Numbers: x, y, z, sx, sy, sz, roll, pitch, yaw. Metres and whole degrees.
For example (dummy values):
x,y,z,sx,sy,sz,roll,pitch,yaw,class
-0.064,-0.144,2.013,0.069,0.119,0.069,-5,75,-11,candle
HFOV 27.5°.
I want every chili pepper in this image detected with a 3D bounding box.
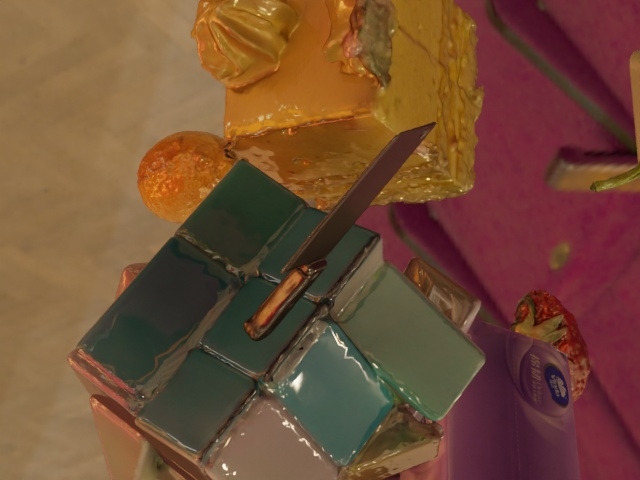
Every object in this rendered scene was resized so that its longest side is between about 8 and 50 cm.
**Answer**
x,y,z,sx,sy,sz,roll,pitch,yaw,class
0.359,-0.078,1.551,0.083,0.017,0.030,-27,142,22,chili pepper

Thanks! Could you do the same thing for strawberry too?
x,y,z,sx,sy,sz,roll,pitch,yaw,class
0.455,0.220,2.474,0.137,0.233,0.306,-3,166,28,strawberry

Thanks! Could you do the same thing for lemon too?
x,y,z,sx,sy,sz,roll,pitch,yaw,class
-0.191,-0.097,1.970,0.187,0.142,0.142,-10,152,28,lemon

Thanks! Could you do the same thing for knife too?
x,y,z,sx,sy,sz,roll,pitch,yaw,class
0.000,0.000,0.995,0.072,0.019,0.245,-21,154,-55,knife

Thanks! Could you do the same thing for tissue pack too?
x,y,z,sx,sy,sz,roll,pitch,yaw,class
0.243,0.301,1.871,0.242,0.338,0.160,17,142,-21,tissue pack

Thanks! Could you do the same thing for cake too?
x,y,z,sx,sy,sz,roll,pitch,yaw,class
0.019,-0.179,1.411,0.227,0.222,0.286,-8,159,31,cake

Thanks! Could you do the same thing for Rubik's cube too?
x,y,z,sx,sy,sz,roll,pitch,yaw,class
-0.054,0.144,1.336,0.387,0.358,0.368,-49,162,-15,Rubik's cube

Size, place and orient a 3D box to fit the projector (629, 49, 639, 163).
x,y,z,sx,sy,sz,roll,pitch,yaw,class
0.544,-0.181,1.835,0.163,0.177,0.242,-19,114,-20,projector
